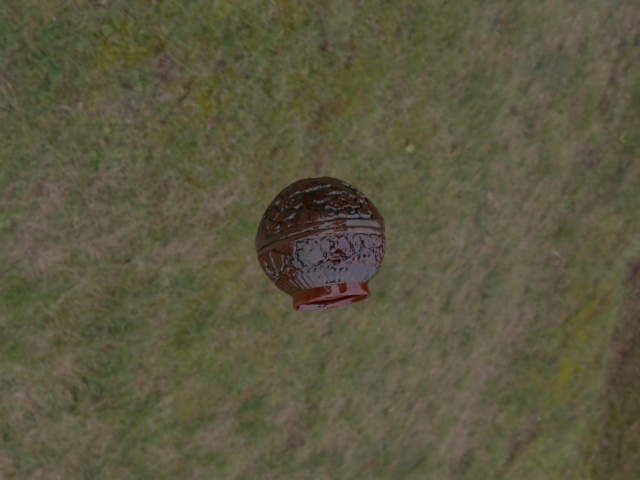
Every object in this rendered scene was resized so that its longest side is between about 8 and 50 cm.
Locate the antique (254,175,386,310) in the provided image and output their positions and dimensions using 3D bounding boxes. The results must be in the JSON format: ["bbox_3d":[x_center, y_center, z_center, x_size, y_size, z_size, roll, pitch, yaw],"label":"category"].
[{"bbox_3d":[0.000,0.000,0.711,0.104,0.104,0.104,-25,139,-23],"label":"antique"}]
